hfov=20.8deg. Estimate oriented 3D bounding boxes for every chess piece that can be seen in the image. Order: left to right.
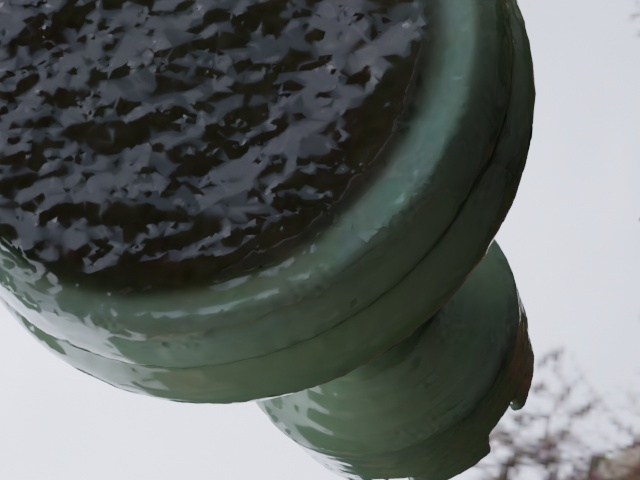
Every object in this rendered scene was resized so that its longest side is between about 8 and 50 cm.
[{"bbox_3d":[0.000,0.000,0.653,0.194,0.194,0.299,-66,-24,-16],"label":"chess piece"}]

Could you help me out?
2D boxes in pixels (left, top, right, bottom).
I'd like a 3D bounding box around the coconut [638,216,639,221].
[{"bbox_3d":[0.330,-0.047,1.332,0.194,0.194,0.194,-2,-87,-38],"label":"coconut"}]
